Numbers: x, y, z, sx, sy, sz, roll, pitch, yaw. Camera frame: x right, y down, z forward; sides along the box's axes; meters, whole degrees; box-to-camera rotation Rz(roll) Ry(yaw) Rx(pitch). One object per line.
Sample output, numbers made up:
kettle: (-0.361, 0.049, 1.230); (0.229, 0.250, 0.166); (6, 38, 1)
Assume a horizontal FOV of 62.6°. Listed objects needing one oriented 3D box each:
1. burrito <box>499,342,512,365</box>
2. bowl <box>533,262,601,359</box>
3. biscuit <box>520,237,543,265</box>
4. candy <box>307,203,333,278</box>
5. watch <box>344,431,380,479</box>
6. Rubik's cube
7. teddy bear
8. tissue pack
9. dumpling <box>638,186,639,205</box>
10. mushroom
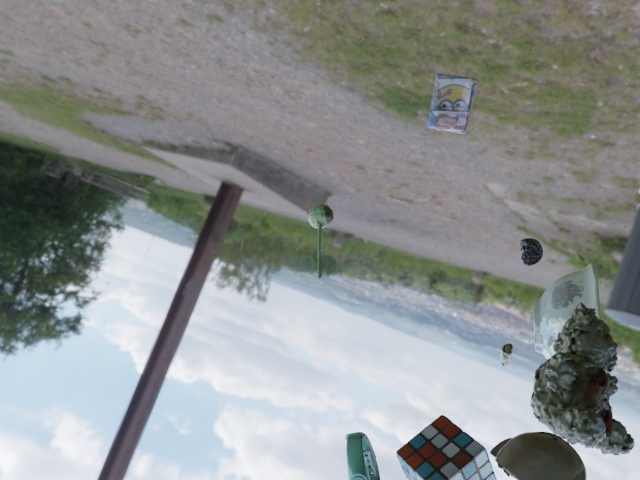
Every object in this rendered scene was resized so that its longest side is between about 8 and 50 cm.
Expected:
burrito: (0.632, 0.388, 1.792); (0.041, 0.055, 0.149); (-2, 149, 13)
bowl: (0.839, 0.294, 1.808); (0.195, 0.436, 0.434); (-3, 165, 23)
biscuit: (0.678, 0.037, 1.707); (0.089, 0.087, 0.027); (40, -176, -5)
candy: (0.000, 0.000, 1.180); (0.061, 0.203, 0.061); (0, 143, 0)
watch: (0.138, 0.719, 1.661); (0.068, 0.237, 0.195); (-16, -161, 14)
Rubik's cube: (0.295, 0.535, 1.217); (0.151, 0.155, 0.154); (25, 143, 59)
teddy bear: (0.705, 0.355, 1.390); (0.357, 0.368, 0.224); (30, 166, -40)
tissue pack: (0.375, -0.388, 1.493); (0.115, 0.155, 0.065); (13, -167, 17)
dumpling: (1.226, -0.182, 1.857); (0.198, 0.136, 0.118); (-19, 159, 24)
mushroom: (0.394, 0.397, 0.920); (0.188, 0.117, 0.141); (44, -176, -37)
